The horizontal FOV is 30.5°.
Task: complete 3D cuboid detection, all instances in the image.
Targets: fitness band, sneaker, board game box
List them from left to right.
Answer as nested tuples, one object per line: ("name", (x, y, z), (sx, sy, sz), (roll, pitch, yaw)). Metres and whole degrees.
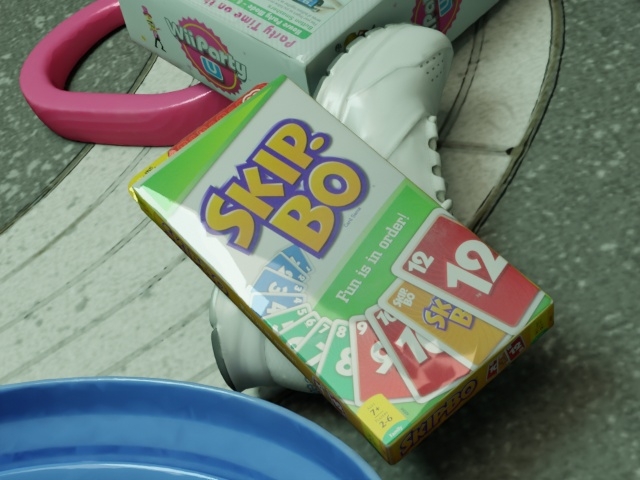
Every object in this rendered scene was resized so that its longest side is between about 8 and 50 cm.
("fitness band", (-0.140, -0.174, 1.043), (0.291, 0.054, 0.209), (5, 52, 34))
("board game box", (0.000, 0.000, 0.689), (0.124, 0.039, 0.259), (-39, 57, -15))
("board game box", (0.018, -0.235, 0.927), (0.224, 0.097, 0.303), (34, 63, 31))
("sneaker", (0.040, -0.019, 0.772), (0.129, 0.111, 0.297), (12, 62, 22))

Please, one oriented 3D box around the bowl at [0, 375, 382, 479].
("bowl", (-0.147, 0.189, 0.550), (0.391, 0.077, 0.391), (-3, 21, 1))
